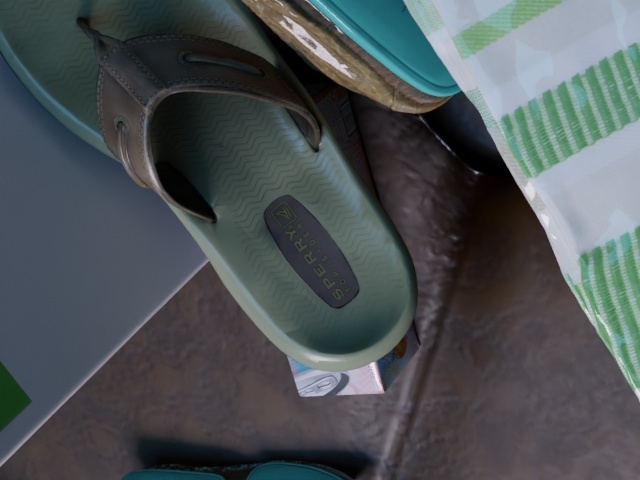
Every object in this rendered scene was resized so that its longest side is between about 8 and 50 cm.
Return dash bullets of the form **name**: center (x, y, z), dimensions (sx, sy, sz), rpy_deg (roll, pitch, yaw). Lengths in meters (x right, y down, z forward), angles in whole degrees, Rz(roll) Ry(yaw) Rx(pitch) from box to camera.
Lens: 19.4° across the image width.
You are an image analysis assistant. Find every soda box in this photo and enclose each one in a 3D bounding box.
- **soda box**: center (0.000, 0.000, 1.105), dimensions (0.063, 0.058, 0.183), rpy_deg (-5, 113, 30)

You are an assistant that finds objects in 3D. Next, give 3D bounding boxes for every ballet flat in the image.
- **ballet flat**: center (-0.046, 0.182, 1.236), dimensions (0.188, 0.070, 0.070), rpy_deg (2, 117, 29)
- **ballet flat**: center (-0.049, -0.186, 0.946), dimensions (0.342, 0.116, 0.124), rpy_deg (39, 164, -35)

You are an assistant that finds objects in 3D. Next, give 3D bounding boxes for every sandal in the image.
- **sandal**: center (-0.056, -0.060, 0.994), dimensions (0.120, 0.086, 0.303), rpy_deg (-44, 90, -1)

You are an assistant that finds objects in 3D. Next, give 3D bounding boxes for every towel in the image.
- **towel**: center (0.204, -0.077, 0.922), dimensions (0.248, 0.038, 0.324), rpy_deg (-27, 100, 13)

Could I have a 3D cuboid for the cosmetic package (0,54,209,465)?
- **cosmetic package**: center (-0.207, 0.014, 1.032), dimensions (0.155, 0.365, 0.197), rpy_deg (-34, 99, 39)
